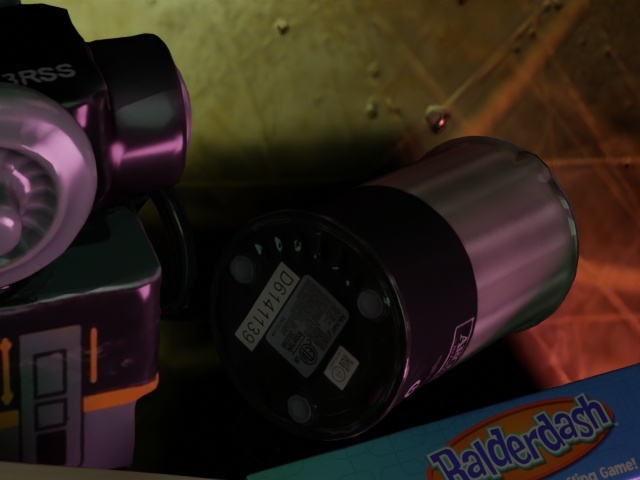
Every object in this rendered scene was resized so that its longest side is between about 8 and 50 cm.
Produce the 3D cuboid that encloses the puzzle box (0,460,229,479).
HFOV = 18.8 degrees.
[{"bbox_3d":[-0.254,0.158,0.592,0.408,0.052,0.272,9,132,-26],"label":"puzzle box"}]

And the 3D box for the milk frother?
[{"bbox_3d":[0.000,0.000,0.736,0.134,0.129,0.143,-23,79,-54],"label":"milk frother"}]

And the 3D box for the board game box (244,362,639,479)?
[{"bbox_3d":[0.061,0.117,0.753,0.210,0.160,0.047,-14,62,-22],"label":"board game box"}]

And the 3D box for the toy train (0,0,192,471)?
[{"bbox_3d":[-0.202,0.018,0.611,0.334,0.142,0.190,-12,131,-19],"label":"toy train"}]
